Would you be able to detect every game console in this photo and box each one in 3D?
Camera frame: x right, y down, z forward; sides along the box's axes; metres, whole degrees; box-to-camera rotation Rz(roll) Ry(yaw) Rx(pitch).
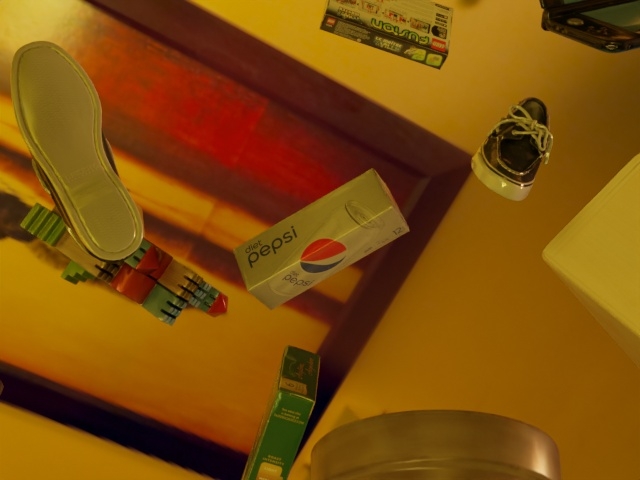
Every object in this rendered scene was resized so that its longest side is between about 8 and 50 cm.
[{"bbox_3d":[0.529,-0.458,1.465,0.293,0.173,0.250,-18,-146,-23],"label":"game console"}]

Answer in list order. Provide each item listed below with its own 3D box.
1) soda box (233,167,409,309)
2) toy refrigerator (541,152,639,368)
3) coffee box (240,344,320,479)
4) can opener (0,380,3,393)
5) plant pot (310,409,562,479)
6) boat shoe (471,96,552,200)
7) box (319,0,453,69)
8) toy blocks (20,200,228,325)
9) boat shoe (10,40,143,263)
[{"bbox_3d":[0.000,0.000,1.453,0.091,0.286,0.098,48,-165,-53],"label":"soda box"},{"bbox_3d":[0.256,0.063,0.540,0.269,0.094,0.102,39,-173,-41],"label":"toy refrigerator"},{"bbox_3d":[-0.047,0.209,0.847,0.040,0.184,0.113,18,-166,-2],"label":"coffee box"},{"bbox_3d":[-0.404,0.203,0.976,0.073,0.059,0.186,44,-169,-10],"label":"can opener"},{"bbox_3d":[0.144,0.398,1.034,0.323,0.323,0.280,21,-128,-27],"label":"plant pot"},{"bbox_3d":[0.344,-0.168,1.454,0.113,0.105,0.306,33,-147,8],"label":"boat shoe"},{"bbox_3d":[0.108,-0.357,1.364,0.207,0.036,0.114,17,-123,-8],"label":"box"},{"bbox_3d":[-0.318,0.052,1.514,0.261,0.190,0.381,32,173,19],"label":"toy blocks"},{"bbox_3d":[-0.328,-0.109,1.118,0.114,0.302,0.091,-18,180,-24],"label":"boat shoe"}]
